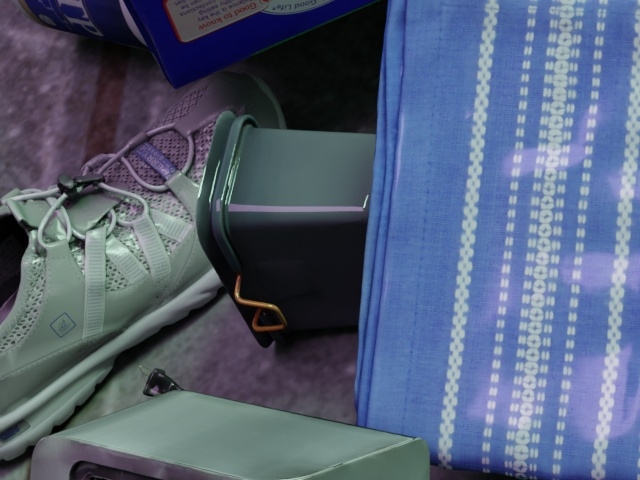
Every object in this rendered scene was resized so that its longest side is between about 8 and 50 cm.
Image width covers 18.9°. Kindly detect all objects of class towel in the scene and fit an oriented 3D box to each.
[{"bbox_3d":[0.181,-0.004,0.866,0.336,0.040,0.243,5,87,19],"label":"towel"}]

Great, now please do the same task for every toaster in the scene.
[{"bbox_3d":[-0.047,0.161,0.895,0.186,0.110,0.168,9,102,36],"label":"toaster"}]

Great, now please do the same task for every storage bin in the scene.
[{"bbox_3d":[0.000,0.000,1.029,0.091,0.135,0.098,-1,55,20],"label":"storage bin"}]

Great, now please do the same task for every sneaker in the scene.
[{"bbox_3d":[-0.131,0.002,1.112,0.281,0.115,0.105,-48,46,-10],"label":"sneaker"}]

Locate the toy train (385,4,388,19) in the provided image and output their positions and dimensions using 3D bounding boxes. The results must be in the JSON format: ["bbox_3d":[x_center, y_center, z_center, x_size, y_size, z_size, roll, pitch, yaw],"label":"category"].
[{"bbox_3d":[0.079,-0.202,1.170,0.105,0.080,0.184,-14,50,15],"label":"toy train"}]

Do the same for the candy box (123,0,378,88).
[{"bbox_3d":[-0.025,-0.268,1.130,0.268,0.122,0.317,-23,47,-1],"label":"candy box"}]

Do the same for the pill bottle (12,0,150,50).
[{"bbox_3d":[-0.109,-0.179,1.242,0.187,0.112,0.112,15,66,39],"label":"pill bottle"}]
